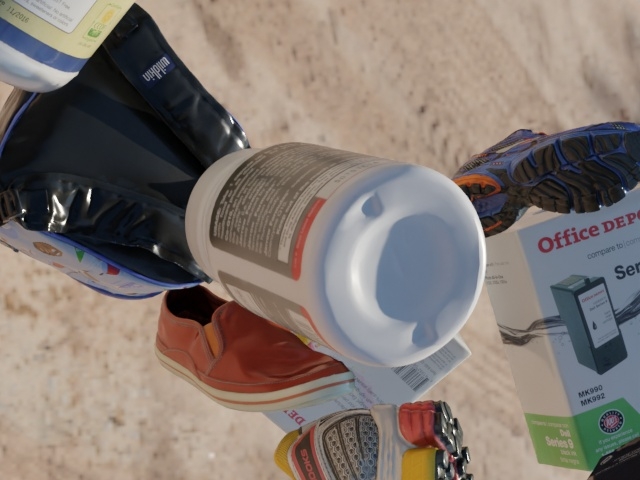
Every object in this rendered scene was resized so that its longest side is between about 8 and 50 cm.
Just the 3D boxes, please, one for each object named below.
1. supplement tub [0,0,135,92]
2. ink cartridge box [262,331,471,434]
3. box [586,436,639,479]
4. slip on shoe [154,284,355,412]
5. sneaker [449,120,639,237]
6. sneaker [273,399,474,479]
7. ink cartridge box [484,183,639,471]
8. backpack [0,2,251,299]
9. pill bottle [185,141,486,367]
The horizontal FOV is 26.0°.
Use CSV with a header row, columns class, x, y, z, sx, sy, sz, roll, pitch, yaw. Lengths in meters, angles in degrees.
class,x,y,z,sx,sy,sz,roll,pitch,yaw
supplement tub,-0.199,-0.298,1.064,0.228,0.316,0.228,40,10,-8
ink cartridge box,0.026,0.123,1.706,0.171,0.232,0.168,45,8,-30
box,0.335,0.336,1.168,0.296,0.182,0.294,56,34,0
slip on shoe,-0.085,0.119,1.554,0.123,0.331,0.101,-13,108,-34
sneaker,0.202,-0.072,1.265,0.083,0.221,0.087,53,43,-28
sneaker,0.019,0.185,0.613,0.088,0.092,0.225,39,50,-68
ink cartridge box,0.327,0.096,1.620,0.211,0.121,0.289,-18,93,-19
backpack,-0.208,-0.065,1.400,0.263,0.213,0.277,32,69,-20
pill bottle,0.000,0.000,1.180,0.161,0.283,0.161,-5,102,-27
